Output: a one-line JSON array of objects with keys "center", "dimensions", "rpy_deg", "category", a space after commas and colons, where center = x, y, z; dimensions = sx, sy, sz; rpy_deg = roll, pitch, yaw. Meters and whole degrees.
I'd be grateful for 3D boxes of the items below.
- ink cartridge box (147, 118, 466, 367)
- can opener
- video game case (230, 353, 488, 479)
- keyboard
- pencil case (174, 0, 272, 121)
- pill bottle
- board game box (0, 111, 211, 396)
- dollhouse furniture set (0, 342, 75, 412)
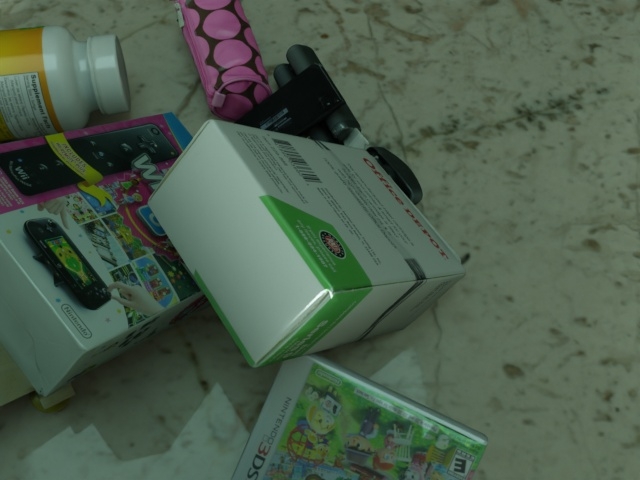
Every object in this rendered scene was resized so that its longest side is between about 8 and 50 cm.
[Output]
[{"center": [0.000, 0.000, 0.740], "dimensions": [0.289, 0.121, 0.211], "rpy_deg": [0, 48, -56], "category": "ink cartridge box"}, {"center": [0.028, -0.144, 0.944], "dimensions": [0.093, 0.074, 0.280], "rpy_deg": [-10, 61, -47], "category": "can opener"}, {"center": [0.027, 0.233, 0.684], "dimensions": [0.212, 0.023, 0.193], "rpy_deg": [24, 94, 11], "category": "video game case"}, {"center": [-0.050, -0.143, 0.912], "dimensions": [0.180, 0.023, 0.108], "rpy_deg": [-35, 62, 12], "category": "keyboard"}, {"center": [-0.140, -0.265, 0.970], "dimensions": [0.098, 0.095, 0.209], "rpy_deg": [2, 55, -43], "category": "pencil case"}, {"center": [-0.378, -0.202, 0.895], "dimensions": [0.246, 0.136, 0.136], "rpy_deg": [-9, 65, -8], "category": "pill bottle"}, {"center": [-0.214, -0.008, 0.729], "dimensions": [0.224, 0.097, 0.303], "rpy_deg": [50, 33, 7], "category": "board game box"}, {"center": [-0.452, 0.100, 0.736], "dimensions": [0.286, 0.198, 0.303], "rpy_deg": [-27, 90, -29], "category": "dollhouse furniture set"}]
